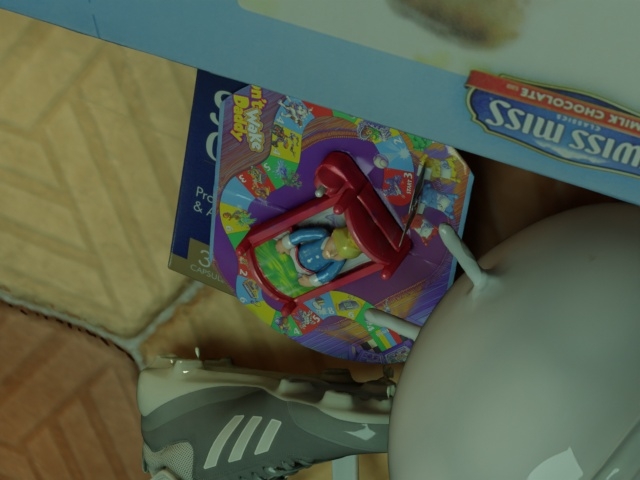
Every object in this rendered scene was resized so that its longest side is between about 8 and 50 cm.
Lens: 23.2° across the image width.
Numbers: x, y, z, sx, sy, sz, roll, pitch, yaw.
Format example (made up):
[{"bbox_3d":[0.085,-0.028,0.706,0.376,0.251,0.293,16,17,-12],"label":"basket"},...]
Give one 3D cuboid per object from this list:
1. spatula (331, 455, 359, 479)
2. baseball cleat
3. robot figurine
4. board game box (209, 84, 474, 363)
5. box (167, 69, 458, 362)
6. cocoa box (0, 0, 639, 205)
[{"bbox_3d":[-0.031,0.208,0.903,0.168,0.019,0.242,-5,82,30],"label":"spatula"},{"bbox_3d":[-0.025,0.118,0.856,0.206,0.072,0.109,5,95,48],"label":"baseball cleat"},{"bbox_3d":[0.176,0.119,0.692,0.353,0.200,0.300,37,143,2],"label":"robot figurine"},{"bbox_3d":[0.000,0.000,0.768,0.133,0.033,0.168,19,128,15],"label":"board game box"},{"bbox_3d":[0.001,-0.053,0.779,0.136,0.036,0.225,22,128,13],"label":"box"},{"bbox_3d":[0.078,-0.176,0.482,0.347,0.228,0.231,18,135,6],"label":"cocoa box"}]
